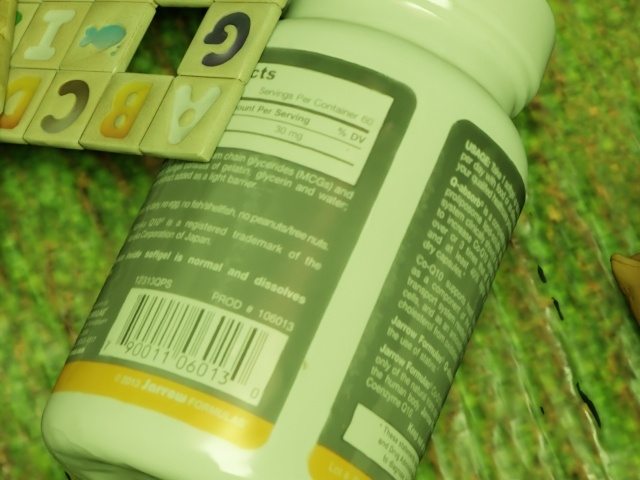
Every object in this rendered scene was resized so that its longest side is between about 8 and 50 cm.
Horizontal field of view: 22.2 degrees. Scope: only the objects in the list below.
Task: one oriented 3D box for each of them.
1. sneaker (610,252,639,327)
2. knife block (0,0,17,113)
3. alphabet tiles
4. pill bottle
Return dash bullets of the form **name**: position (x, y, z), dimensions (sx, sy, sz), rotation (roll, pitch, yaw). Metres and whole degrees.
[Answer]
- **sneaker**: position (0.230, -0.055, 0.708), dimensions (0.123, 0.106, 0.290), rotation (51, 119, 26)
- **knife block**: position (-0.273, -0.028, 0.765), dimensions (0.242, 0.088, 0.275), rotation (-17, 51, 21)
- **alphabet tiles**: position (-0.100, -0.131, 0.790), dimensions (0.237, 0.009, 0.198), rotation (7, 65, 40)
- **pill bottle**: position (0.000, 0.000, 0.743), dimensions (0.162, 0.162, 0.278), rotation (22, 71, 5)
